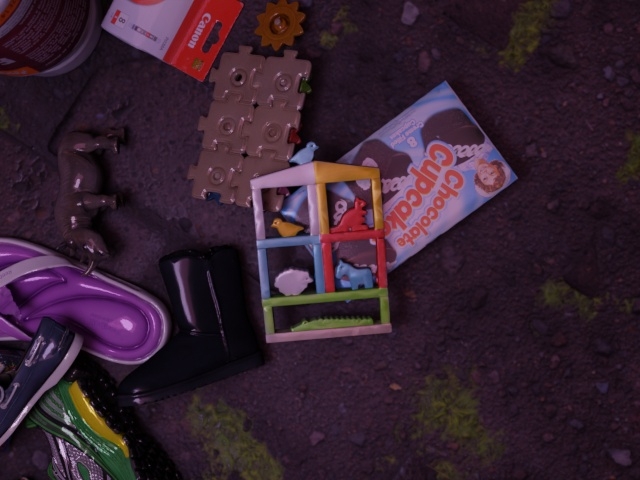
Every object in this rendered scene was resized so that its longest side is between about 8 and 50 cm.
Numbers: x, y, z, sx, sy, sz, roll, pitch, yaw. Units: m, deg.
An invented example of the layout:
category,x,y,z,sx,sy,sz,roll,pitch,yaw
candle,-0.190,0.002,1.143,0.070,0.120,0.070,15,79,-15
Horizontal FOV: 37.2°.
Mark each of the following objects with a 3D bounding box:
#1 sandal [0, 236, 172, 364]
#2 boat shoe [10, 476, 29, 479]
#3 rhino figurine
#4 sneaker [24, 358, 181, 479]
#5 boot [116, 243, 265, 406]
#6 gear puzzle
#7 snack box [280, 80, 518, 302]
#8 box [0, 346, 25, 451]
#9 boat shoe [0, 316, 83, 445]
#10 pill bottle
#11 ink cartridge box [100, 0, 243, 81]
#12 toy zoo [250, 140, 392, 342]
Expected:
category,x,y,z,sx,sy,sz,roll,pitch,yaw
sandal,-0.438,0.091,1.482,0.416,0.102,0.169,10,91,2
boat shoe,-0.483,0.427,1.491,0.302,0.109,0.098,5,92,10
rhino figurine,-0.361,-0.063,1.476,0.106,0.073,0.243,-1,78,4
sneaker,-0.327,0.360,1.478,0.146,0.134,0.343,-38,79,11
boot,-0.216,0.124,1.440,0.246,0.094,0.207,-16,89,-27
gear puzzle,-0.095,-0.214,1.479,0.175,0.044,0.339,10,85,23
snack box,0.116,-0.073,1.459,0.322,0.060,0.187,-37,88,4
box,-0.570,0.231,1.451,0.233,0.044,0.159,17,94,-40
boat shoe,-0.460,0.223,1.430,0.079,0.095,0.254,37,105,-19
pill bottle,-0.456,-0.354,1.334,0.224,0.392,0.224,0,90,5
ink cartridge box,-0.234,-0.354,1.492,0.179,0.045,0.145,29,93,6
toy zoo,0.000,0.000,1.408,0.192,0.030,0.293,-4,99,0
